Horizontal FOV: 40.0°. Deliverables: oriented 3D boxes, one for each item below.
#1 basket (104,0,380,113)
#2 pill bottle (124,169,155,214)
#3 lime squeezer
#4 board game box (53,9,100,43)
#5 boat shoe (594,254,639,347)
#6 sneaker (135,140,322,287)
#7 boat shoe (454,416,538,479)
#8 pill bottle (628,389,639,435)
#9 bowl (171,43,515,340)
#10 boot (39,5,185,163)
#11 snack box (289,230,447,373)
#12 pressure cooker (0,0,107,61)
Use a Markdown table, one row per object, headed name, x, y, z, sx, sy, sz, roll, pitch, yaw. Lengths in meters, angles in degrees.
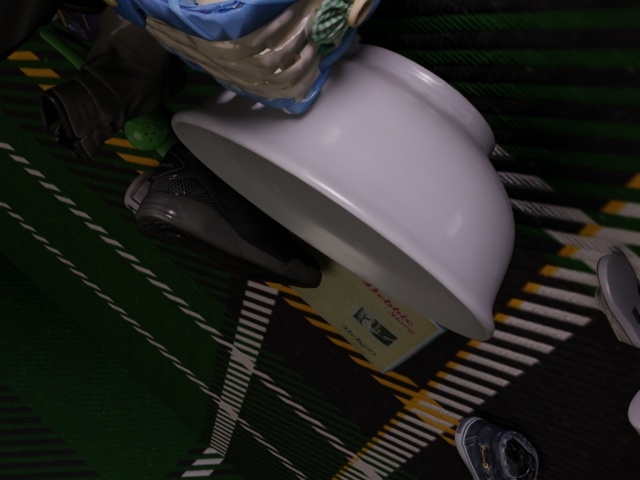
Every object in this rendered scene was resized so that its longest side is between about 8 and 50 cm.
| name | x | y | z | sx | sy | sz | roll | pitch | yaw |
| --- | --- | --- | --- | --- | --- | --- | --- | --- | --- |
| basket | -0.042 | -0.227 | 0.473 | 0.201 | 0.255 | 0.289 | 31 | 171 | 29 |
| pill bottle | -0.210 | -0.040 | 1.230 | 0.120 | 0.067 | 0.067 | 37 | 155 | 16 |
| lime squeezer | -0.242 | -0.169 | 1.116 | 0.310 | 0.059 | 0.110 | 46 | -174 | -6 |
| board game box | -0.278 | -0.302 | 0.948 | 0.141 | 0.048 | 0.170 | 33 | 153 | 27 |
| boat shoe | 0.240 | 0.050 | 0.717 | 0.035 | 0.035 | 0.100 | 6 | 142 | 50 |
| sneaker | -0.070 | -0.033 | 0.881 | 0.227 | 0.130 | 0.087 | 31 | 158 | -38 |
| boat shoe | 0.234 | 0.295 | 1.071 | 0.083 | 0.065 | 0.183 | 6 | 135 | 56 |
| pill bottle | 0.330 | 0.188 | 0.721 | 0.169 | 0.094 | 0.094 | 49 | 155 | -10 |
| bowl | 0.041 | -0.058 | 0.689 | 0.298 | 0.134 | 0.298 | 33 | 173 | 4 |
| boot | -0.219 | -0.185 | 0.903 | 0.083 | 0.161 | 0.246 | 36 | 154 | 17 |
| snack box | 0.000 | 0.000 | 0.974 | 0.322 | 0.060 | 0.187 | 43 | 154 | 4 |
| pressure cooker | -0.356 | -0.306 | 0.653 | 0.370 | 0.375 | 0.420 | 56 | 153 | -5 |
